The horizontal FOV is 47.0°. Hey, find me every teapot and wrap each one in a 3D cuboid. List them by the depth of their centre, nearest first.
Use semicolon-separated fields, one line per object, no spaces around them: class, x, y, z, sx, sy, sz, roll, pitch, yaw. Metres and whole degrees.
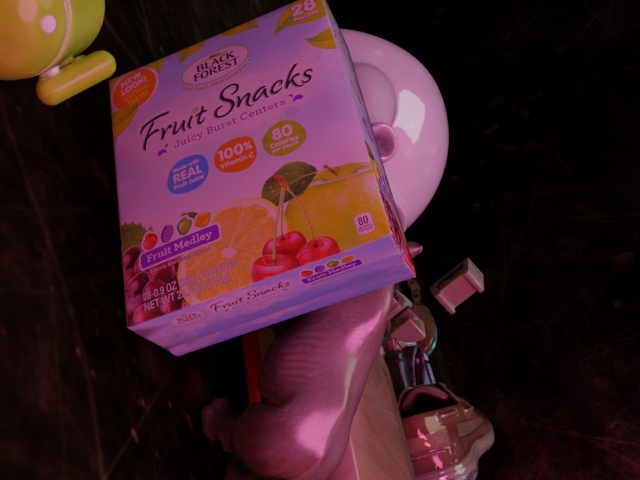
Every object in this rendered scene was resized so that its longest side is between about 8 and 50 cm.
teapot;0.003;-0.056;0.699;0.256;0.253;0.187;39;45;-50

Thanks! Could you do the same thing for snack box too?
snack box;-0.049;-0.048;0.502;0.070;0.175;0.207;53;20;-56

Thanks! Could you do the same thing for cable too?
cable;0.129;0.277;1.178;0.139;0.072;0.287;4;73;-53

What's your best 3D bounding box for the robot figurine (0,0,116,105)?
robot figurine;-0.154;-0.121;0.379;0.115;0.067;0.101;-84;151;-66

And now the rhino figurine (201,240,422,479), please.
rhino figurine;0.004;0.063;0.514;0.073;0.106;0.243;38;62;-25

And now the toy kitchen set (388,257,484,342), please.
toy kitchen set;0.133;0.034;1.185;0.207;0.166;0.122;47;14;-9

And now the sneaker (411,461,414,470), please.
sneaker;0.057;0.239;0.909;0.209;0.069;0.082;-108;-158;-46

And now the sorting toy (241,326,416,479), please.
sorting toy;0.016;0.194;0.656;0.257;0.089;0.255;58;17;-55

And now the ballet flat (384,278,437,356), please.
ballet flat;0.162;0.136;1.555;0.124;0.116;0.342;48;15;-13

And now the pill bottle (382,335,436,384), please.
pill bottle;0.152;0.248;1.278;0.094;0.094;0.169;49;24;-65

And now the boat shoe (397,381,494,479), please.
boat shoe;0.168;0.252;1.027;0.324;0.123;0.116;2;68;-78
